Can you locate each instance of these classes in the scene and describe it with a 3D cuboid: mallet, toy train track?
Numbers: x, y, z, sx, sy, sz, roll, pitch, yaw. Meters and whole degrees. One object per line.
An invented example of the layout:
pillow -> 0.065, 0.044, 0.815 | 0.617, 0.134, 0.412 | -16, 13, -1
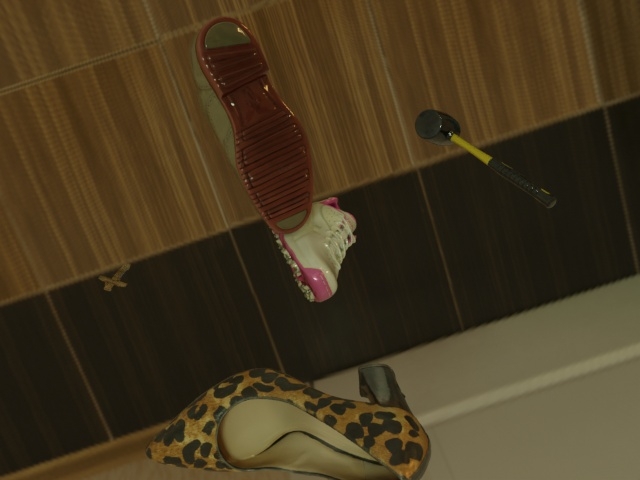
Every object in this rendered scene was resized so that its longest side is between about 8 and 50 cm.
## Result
mallet -> 0.186, -0.095, 1.085 | 0.062, 0.189, 0.039 | 12, 113, -52
toy train track -> -0.342, 0.064, 1.591 | 0.048, 0.083, 0.014 | 17, 122, 7

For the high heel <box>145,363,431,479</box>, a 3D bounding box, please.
high heel -> -0.036, 0.191, 0.861 | 0.261, 0.186, 0.093 | -15, 110, -3

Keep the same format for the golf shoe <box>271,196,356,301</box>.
golf shoe -> 0.000, 0.000, 1.577 | 0.140, 0.306, 0.115 | -25, 114, -1

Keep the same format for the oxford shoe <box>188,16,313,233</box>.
oxford shoe -> -0.111, -0.177, 1.503 | 0.123, 0.130, 0.348 | -23, 100, -24
